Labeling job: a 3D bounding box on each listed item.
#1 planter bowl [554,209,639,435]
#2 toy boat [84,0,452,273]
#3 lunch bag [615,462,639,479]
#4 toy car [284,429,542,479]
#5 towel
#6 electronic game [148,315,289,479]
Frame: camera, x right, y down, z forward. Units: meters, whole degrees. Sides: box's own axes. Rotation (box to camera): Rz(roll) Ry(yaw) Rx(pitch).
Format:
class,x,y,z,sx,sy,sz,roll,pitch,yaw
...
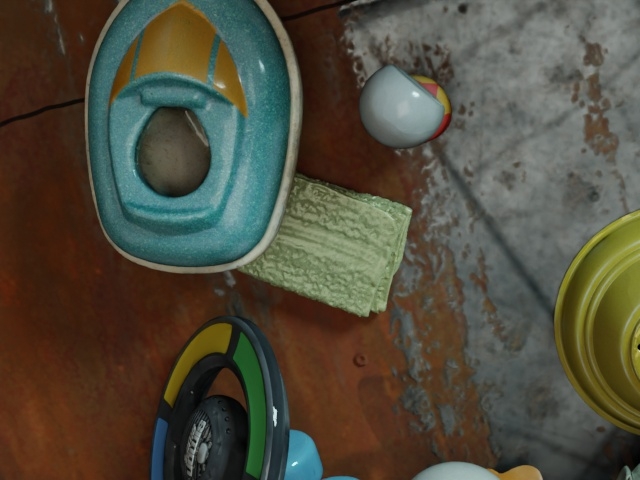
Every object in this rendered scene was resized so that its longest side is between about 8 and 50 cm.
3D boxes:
class,x,y,z,sx,sy,sz,roll,pitch,yaw
planter bowl,0.311,0.082,1.311,0.217,0.090,0.217,1,102,5
toy boat,-0.049,-0.106,1.257,0.318,0.148,0.268,-1,92,14
lunch bag,0.303,0.343,1.326,0.287,0.169,0.235,42,98,-9
toy car,0.083,0.256,1.352,0.238,0.210,0.219,-25,114,-18
towel,0.000,0.000,1.357,0.148,0.027,0.110,17,104,2
electronic game,-0.092,0.178,1.316,0.048,0.229,0.229,12,106,-29
